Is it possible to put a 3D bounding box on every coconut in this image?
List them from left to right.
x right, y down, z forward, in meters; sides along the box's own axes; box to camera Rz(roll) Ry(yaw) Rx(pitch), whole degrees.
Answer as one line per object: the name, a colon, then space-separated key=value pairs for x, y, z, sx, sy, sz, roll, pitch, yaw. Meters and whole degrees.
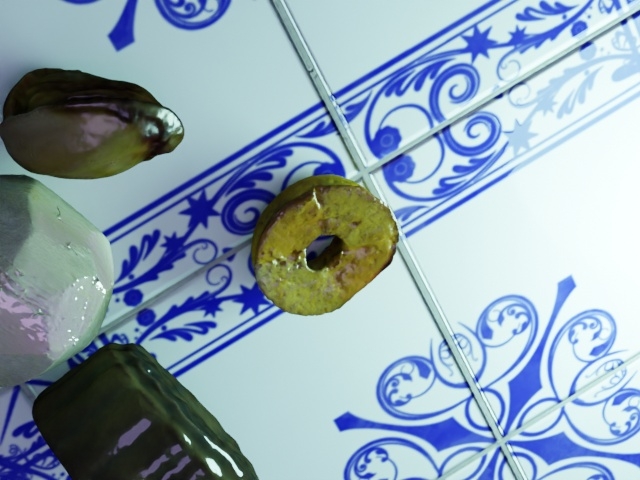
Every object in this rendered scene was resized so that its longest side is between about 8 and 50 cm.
coconut: x=-0.343 y=0.053 z=1.837 sx=0.227 sy=0.227 sz=0.230 roll=-46 pitch=115 yaw=6

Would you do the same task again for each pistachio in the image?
pistachio: x=-0.257 y=-0.130 z=1.834 sx=0.210 sy=0.165 sz=0.130 roll=5 pitch=75 yaw=-10

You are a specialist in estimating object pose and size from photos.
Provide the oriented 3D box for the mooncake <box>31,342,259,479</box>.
mooncake: x=-0.203 y=0.255 z=1.955 sx=0.161 sy=0.290 sz=0.290 roll=-41 pitch=123 yaw=-3

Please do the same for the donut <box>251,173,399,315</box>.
donut: x=-0.001 y=-0.001 z=2.030 sx=0.174 sy=0.074 sz=0.190 roll=23 pitch=110 yaw=-30
